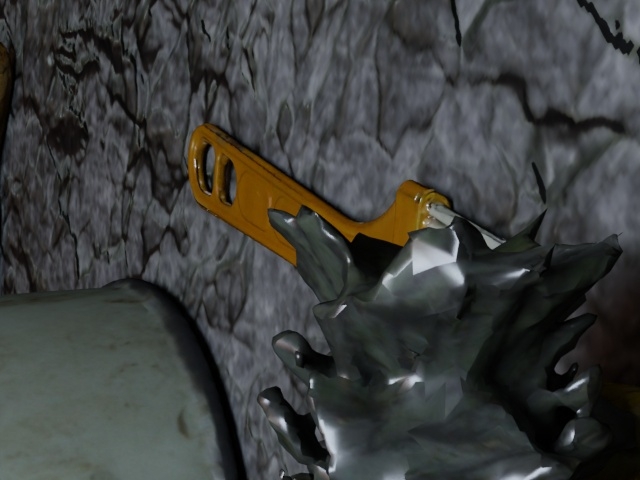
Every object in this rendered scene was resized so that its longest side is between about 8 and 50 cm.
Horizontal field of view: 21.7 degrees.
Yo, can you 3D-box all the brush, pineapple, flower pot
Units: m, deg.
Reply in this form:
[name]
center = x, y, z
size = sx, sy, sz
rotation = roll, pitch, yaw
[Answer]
[brush]
center = 0.000, 0.000, 0.691
size = 0.314, 0.017, 0.090
rotation = -146, 59, -61
[pineapple]
center = 0.015, 0.168, 0.456
size = 0.202, 0.202, 0.362
rotation = 30, 117, 61
[flower pot]
center = -0.234, 0.167, 0.825
size = 0.293, 0.330, 0.294
rotation = 1, 91, 63

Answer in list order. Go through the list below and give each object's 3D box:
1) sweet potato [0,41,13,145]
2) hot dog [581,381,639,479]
[sweet potato]
center = -0.242, -0.041, 1.159
size = 0.050, 0.050, 0.214
rotation = 39, 120, 58
[hot dog]
center = 0.088, 0.062, 0.492
size = 0.137, 0.028, 0.044
rotation = -11, 99, 65
